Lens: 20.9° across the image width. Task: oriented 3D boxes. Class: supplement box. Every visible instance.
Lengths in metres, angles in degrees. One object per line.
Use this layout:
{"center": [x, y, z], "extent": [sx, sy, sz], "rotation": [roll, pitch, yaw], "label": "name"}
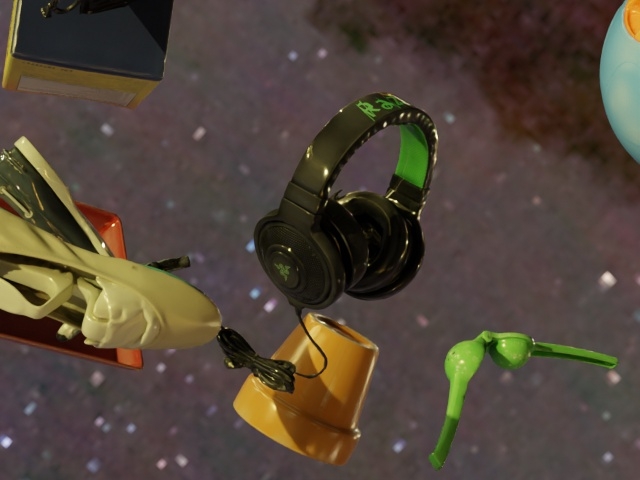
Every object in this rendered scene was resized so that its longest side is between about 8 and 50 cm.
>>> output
{"center": [-0.310, -0.301, 2.304], "extent": [0.194, 0.195, 0.356], "rotation": [8, 176, -12], "label": "supplement box"}

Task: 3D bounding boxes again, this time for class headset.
{"center": [0.000, 0.000, 2.079], "extent": [0.185, 0.394, 0.243], "rotation": [30, -160, 29], "label": "headset"}

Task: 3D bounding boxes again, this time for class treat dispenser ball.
{"center": [0.475, -0.198, 2.048], "extent": [0.288, 0.288, 0.288], "rotation": [36, -158, -17], "label": "treat dispenser ball"}

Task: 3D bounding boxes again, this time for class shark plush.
{"center": [-0.212, 0.033, 1.708], "extent": [0.073, 0.161, 0.067], "rotation": [62, -176, -13], "label": "shark plush"}

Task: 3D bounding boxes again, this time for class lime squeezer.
{"center": [0.210, 0.146, 1.946], "extent": [0.310, 0.059, 0.110], "rotation": [-23, -124, -39], "label": "lime squeezer"}

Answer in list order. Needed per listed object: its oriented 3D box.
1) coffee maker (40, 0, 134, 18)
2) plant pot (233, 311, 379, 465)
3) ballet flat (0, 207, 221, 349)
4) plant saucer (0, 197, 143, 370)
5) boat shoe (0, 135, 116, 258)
{"center": [-0.278, -0.369, 2.041], "extent": [0.171, 0.120, 0.178], "rotation": [-15, -111, -48], "label": "coffee maker"}
{"center": [-0.006, 0.224, 2.742], "extent": [0.205, 0.188, 0.205], "rotation": [27, -174, -3], "label": "plant pot"}
{"center": [-0.208, 0.048, 1.468], "extent": [0.248, 0.086, 0.086], "rotation": [21, -157, -2], "label": "ballet flat"}
{"center": [-0.368, 0.050, 2.328], "extent": [0.259, 0.047, 0.258], "rotation": [19, -134, -40], "label": "plant saucer"}
{"center": [-0.296, -0.001, 1.987], "extent": [0.254, 0.079, 0.095], "rotation": [58, 171, -33], "label": "boat shoe"}
